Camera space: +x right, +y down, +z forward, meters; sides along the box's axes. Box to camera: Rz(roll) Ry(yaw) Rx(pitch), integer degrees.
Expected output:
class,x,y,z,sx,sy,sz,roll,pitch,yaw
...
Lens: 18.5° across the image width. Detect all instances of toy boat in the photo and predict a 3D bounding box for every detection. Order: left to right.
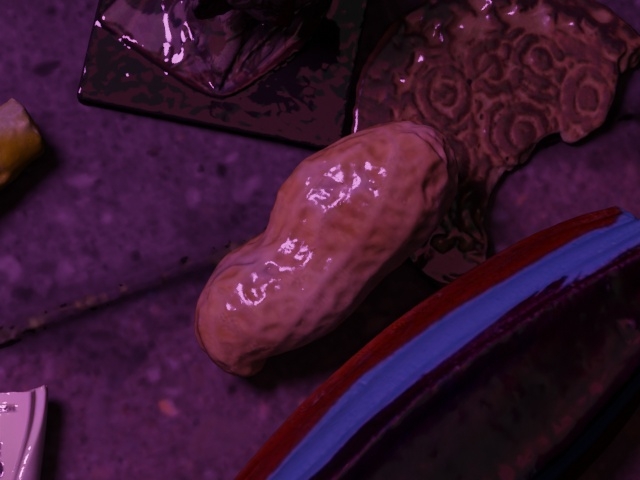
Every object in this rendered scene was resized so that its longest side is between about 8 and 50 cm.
class,x,y,z,sx,sy,sz,roll,pitch,yaw
toy boat,0.048,0.125,1.051,0.392,0.079,0.136,-38,94,-14

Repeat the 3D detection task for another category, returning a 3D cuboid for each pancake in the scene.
class,x,y,z,sx,sy,sz,roll,pitch,yaw
pancake,0.108,-0.065,1.122,0.190,0.020,0.184,-19,81,-9

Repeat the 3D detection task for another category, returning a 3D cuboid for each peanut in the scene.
class,x,y,z,sx,sy,sz,roll,pitch,yaw
peanut,0.000,0.000,1.061,0.174,0.080,0.080,-45,87,-2

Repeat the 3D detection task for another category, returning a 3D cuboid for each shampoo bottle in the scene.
class,x,y,z,sx,sy,sz,roll,pitch,yaw
shampoo bottle,-0.169,0.147,1.040,0.049,0.034,0.141,1,80,-12

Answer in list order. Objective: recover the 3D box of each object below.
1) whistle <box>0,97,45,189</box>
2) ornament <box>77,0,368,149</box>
class,x,y,z,sx,sy,sz,roll,pitch,yaw
whistle,-0.233,-0.004,1.056,0.198,0.057,0.104,-42,97,-19
ornament,-0.036,-0.162,1.035,0.153,0.196,0.166,11,76,-5
